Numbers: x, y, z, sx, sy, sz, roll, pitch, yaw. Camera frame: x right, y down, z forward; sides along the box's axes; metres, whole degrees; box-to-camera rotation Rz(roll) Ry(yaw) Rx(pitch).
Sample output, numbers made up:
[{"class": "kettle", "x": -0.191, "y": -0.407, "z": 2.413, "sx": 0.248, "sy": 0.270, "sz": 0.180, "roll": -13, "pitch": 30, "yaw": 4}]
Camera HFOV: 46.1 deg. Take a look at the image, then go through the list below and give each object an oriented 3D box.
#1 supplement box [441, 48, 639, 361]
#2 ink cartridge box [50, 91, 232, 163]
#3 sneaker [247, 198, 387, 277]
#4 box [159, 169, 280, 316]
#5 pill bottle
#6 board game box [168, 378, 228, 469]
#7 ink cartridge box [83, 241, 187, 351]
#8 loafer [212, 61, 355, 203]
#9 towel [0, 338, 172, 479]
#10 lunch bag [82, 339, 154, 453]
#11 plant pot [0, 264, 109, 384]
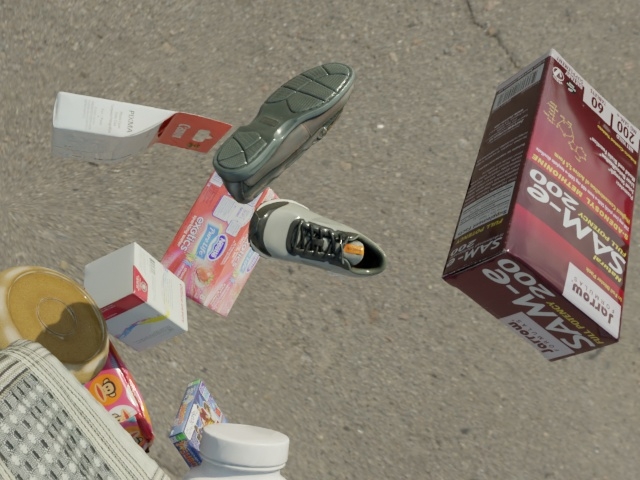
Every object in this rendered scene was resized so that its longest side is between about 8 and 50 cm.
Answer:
[{"class": "supplement box", "x": 0.196, "y": -0.035, "z": 0.639, "sx": 0.130, "sy": 0.073, "sz": 0.239, "roll": 36, "pitch": 53, "yaw": -18}, {"class": "ink cartridge box", "x": -0.431, "y": -0.236, "z": 1.770, "sx": 0.385, "sy": 0.308, "sz": 0.091, "roll": 9, "pitch": 81, "yaw": -19}, {"class": "sneaker", "x": 0.000, "y": 0.000, "z": 1.206, "sx": 0.271, "sy": 0.108, "sz": 0.100, "roll": 17, "pitch": 86, "yaw": -41}, {"class": "box", "x": -0.223, "y": 0.002, "z": 1.715, "sx": 0.154, "sy": 0.142, "sz": 0.300, "roll": 25, "pitch": 81, "yaw": 21}, {"class": "pill bottle", "x": -0.176, "y": 0.578, "z": 1.466, "sx": 0.229, "sy": 0.229, "sz": 0.408, "roll": 10, "pitch": 87, "yaw": -23}, {"class": "board game box", "x": -0.266, "y": 0.418, "z": 1.665, "sx": 0.035, "sy": 0.201, "sz": 0.136, "roll": -24, "pitch": 109, "yaw": 12}, {"class": "ink cartridge box", "x": -0.366, "y": 0.117, "z": 1.499, "sx": 0.127, "sy": 0.128, "sz": 0.176, "roll": -25, "pitch": 139, "yaw": 15}, {"class": "loafer", "x": -0.048, "y": -0.161, "z": 1.107, "sx": 0.267, "sy": 0.096, "sz": 0.084, "roll": -43, "pitch": 144, "yaw": -22}, {"class": "towel", "x": -0.132, "y": 0.209, "z": 0.501, "sx": 0.056, "sy": 0.312, "sz": 0.324, "roll": -38, "pitch": 96, "yaw": -6}, {"class": "lunch bag", "x": -0.461, "y": 0.333, "z": 1.609, "sx": 0.120, "sy": 0.258, "sz": 0.293, "roll": -25, "pitch": 76, "yaw": -21}, {"class": "plant pot", "x": -0.445, "y": 0.133, "z": 1.251, "sx": 0.032, "sy": 0.236, "sz": 0.236, "roll": -38, "pitch": 110, "yaw": 23}]
